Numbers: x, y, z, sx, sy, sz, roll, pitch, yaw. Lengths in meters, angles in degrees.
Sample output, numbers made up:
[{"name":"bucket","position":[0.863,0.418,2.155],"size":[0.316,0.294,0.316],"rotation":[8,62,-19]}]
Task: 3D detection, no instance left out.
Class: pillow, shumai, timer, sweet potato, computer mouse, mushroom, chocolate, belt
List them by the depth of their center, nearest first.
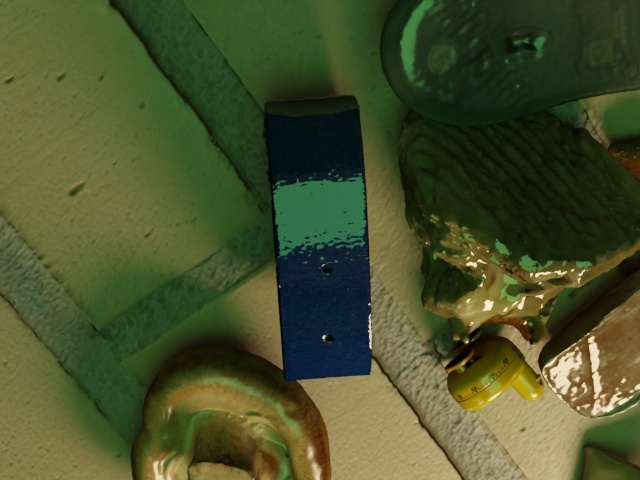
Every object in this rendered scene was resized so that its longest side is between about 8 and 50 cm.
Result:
[{"name":"computer mouse","position":[0.243,-0.245,1.672],"size":[0.371,0.122,0.188],"rotation":[-8,112,-8]},{"name":"belt","position":[0.000,0.000,1.705],"size":[0.117,0.212,0.346],"rotation":[-4,115,-1]},{"name":"shumai","position":[0.206,-0.012,1.753],"size":[0.314,0.267,0.262],"rotation":[37,139,12]},{"name":"sweet potato","position":[0.456,-0.080,1.785],"size":[0.219,0.051,0.065],"rotation":[13,108,-8]},{"name":"timer","position":[0.218,0.176,1.839],"size":[0.107,0.107,0.109],"rotation":[-41,97,12]},{"name":"mushroom","position":[-0.118,0.269,1.839],"size":[0.278,0.146,0.278],"rotation":[3,111,7]},{"name":"chocolate","position":[0.399,0.109,1.842],"size":[0.254,0.080,0.157],"rotation":[-39,123,13]},{"name":"pillow","position":[0.430,0.357,1.911],"size":[0.208,0.053,0.119],"rotation":[21,120,27]}]
